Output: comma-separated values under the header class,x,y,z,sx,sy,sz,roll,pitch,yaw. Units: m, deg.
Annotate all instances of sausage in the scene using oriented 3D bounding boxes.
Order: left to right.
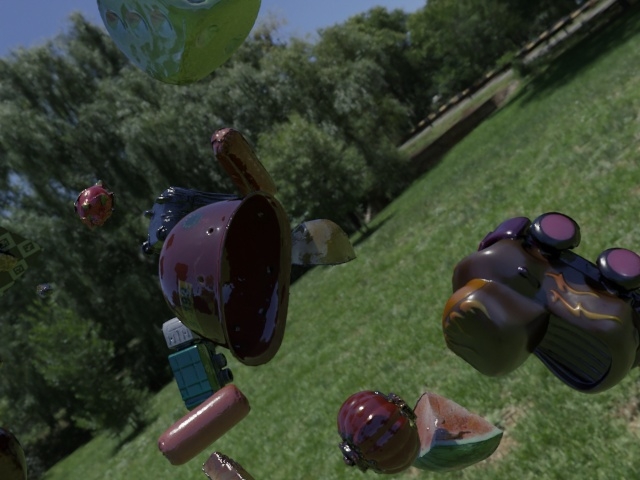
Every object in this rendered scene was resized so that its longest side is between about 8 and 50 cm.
class,x,y,z,sx,sy,sz,roll,pitch,yaw
sausage,-0.184,0.293,1.050,0.154,0.062,0.062,-35,-1,-19
sausage,-0.216,-0.205,1.883,0.102,0.102,0.330,-40,-35,-6

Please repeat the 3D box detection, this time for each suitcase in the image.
class,x,y,z,sx,sy,sz,roll,pitch,yaw
suitcase,-0.391,-0.043,2.159,0.340,0.188,0.345,8,-14,-22

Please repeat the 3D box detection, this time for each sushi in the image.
class,x,y,z,sx,sy,sz,roll,pitch,yaw
sushi,-1.008,0.091,1.961,0.294,0.059,0.292,-52,-35,-5

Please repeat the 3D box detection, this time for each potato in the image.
class,x,y,z,sx,sy,sz,roll,pitch,yaw
potato,0.000,0.000,1.833,0.203,0.117,0.182,-2,8,-5

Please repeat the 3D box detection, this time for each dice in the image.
class,x,y,z,sx,sy,sz,roll,pitch,yaw
dice,-0.293,-0.497,1.380,0.254,0.252,0.250,-46,-3,-27

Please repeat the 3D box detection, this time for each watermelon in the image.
class,x,y,z,sx,sy,sz,roll,pitch,yaw
watermelon,0.367,0.658,2.130,0.222,0.319,0.292,-22,-42,-48

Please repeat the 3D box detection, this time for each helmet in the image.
class,x,y,z,sx,sy,sz,roll,pitch,yaw
helmet,-0.222,0.076,1.440,0.230,0.384,0.337,6,36,20

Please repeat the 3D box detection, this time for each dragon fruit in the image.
class,x,y,z,sx,sy,sz,roll,pitch,yaw
dragon fruit,-0.503,-0.085,1.488,0.086,0.081,0.116,-6,49,26

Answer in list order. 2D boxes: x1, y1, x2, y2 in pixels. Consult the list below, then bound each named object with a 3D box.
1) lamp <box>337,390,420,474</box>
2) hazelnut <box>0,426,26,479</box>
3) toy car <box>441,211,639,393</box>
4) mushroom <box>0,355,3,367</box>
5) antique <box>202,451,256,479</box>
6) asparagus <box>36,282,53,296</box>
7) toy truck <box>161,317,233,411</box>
class,x,y,z,sx,sy,sz,roll,pitch,yaw
lamp,0.140,0.485,1.657,0.227,0.227,0.227,-40,0,0
hazelnut,-0.701,0.466,1.292,0.229,0.229,0.229,-40,0,0
toy car,0.370,0.131,1.099,0.240,0.341,0.271,-44,-27,-30
mushroom,-0.719,0.145,1.272,0.122,0.328,0.159,-25,12,14
antique,-0.290,0.847,2.296,0.310,0.087,0.093,25,80,48
asparagus,-0.705,0.126,1.693,0.165,0.036,0.030,-2,77,63
toy truck,-0.302,0.301,1.621,0.114,0.253,0.124,-23,-6,10
